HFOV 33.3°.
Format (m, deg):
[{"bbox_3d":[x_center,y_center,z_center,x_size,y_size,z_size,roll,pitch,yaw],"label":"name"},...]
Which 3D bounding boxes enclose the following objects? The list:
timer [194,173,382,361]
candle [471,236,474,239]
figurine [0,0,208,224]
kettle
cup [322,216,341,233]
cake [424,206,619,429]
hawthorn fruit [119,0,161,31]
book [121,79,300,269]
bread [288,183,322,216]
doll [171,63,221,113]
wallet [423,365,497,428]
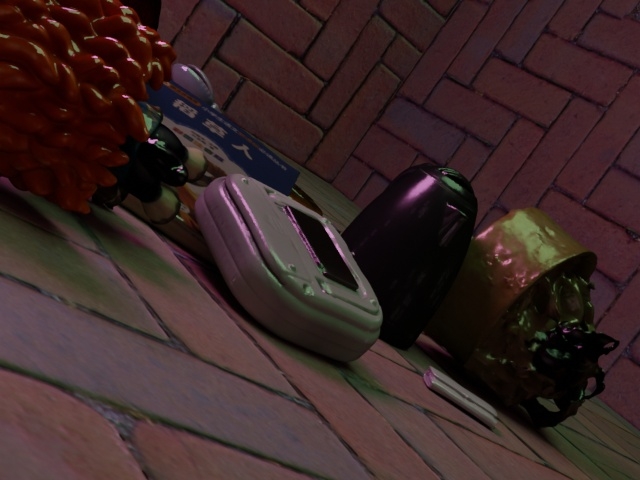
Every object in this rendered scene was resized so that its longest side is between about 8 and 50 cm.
[{"bbox_3d":[-0.036,0.027,1.347,0.237,0.087,0.262,25,26,-43],"label":"timer"},{"bbox_3d":[0.250,0.074,2.176,0.343,0.221,0.221,33,6,-16],"label":"candle"},{"bbox_3d":[-0.282,-0.154,1.130,0.306,0.241,0.412,45,-2,12],"label":"figurine"},{"bbox_3d":[0.134,-0.005,1.803,0.207,0.290,0.268,31,6,-26],"label":"kettle"},{"bbox_3d":[0.000,0.000,2.043,0.100,0.077,0.078,33,6,-25],"label":"cup"},{"bbox_3d":[0.387,0.151,1.888,0.321,0.332,0.332,47,11,26],"label":"cake"},{"bbox_3d":[-0.375,-0.338,1.553,0.316,0.316,0.316,35,6,-4],"label":"hawthorn fruit"},{"bbox_3d":[-0.189,-0.112,1.549,0.300,0.039,0.428,34,22,-6],"label":"book"},{"bbox_3d":[-0.091,-0.067,1.916,0.192,0.109,0.210,36,6,0],"label":"bread"},{"bbox_3d":[-0.274,-0.223,2.123,0.258,0.195,0.153,60,33,-21],"label":"doll"},{"bbox_3d":[0.209,0.235,1.598,0.122,0.025,0.061,34,12,-9],"label":"wallet"}]
